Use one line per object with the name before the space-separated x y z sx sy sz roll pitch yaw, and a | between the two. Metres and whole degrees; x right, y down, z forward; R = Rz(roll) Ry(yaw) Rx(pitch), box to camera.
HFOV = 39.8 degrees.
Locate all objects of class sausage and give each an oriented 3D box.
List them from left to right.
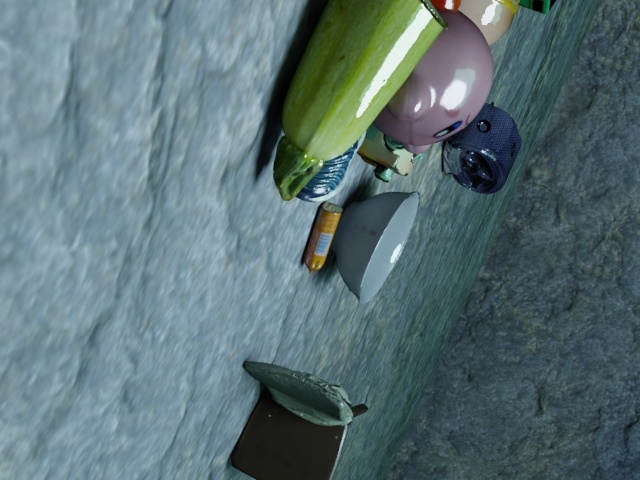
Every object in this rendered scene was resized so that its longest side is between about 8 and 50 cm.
sausage | 0.000 0.000 1.219 0.031 0.031 0.107 -34 148 -60

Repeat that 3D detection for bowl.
bowl | 0.070 -0.006 1.330 0.189 0.086 0.189 -55 164 -25

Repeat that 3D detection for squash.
squash | 0.032 -0.167 0.905 0.288 0.137 0.137 -62 164 1

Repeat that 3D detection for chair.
chair | -0.036 0.286 1.322 0.186 0.160 0.319 -65 166 -4

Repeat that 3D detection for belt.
belt | 0.326 -0.190 1.771 0.126 0.139 0.230 -66 163 -13

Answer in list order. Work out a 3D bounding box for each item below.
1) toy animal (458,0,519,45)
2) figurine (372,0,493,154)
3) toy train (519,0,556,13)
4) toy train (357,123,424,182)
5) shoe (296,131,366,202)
toy animal | 0.206 -0.346 1.139 0.165 0.149 0.248 -70 168 -55
figurine | 0.119 -0.195 1.035 0.173 0.173 0.173 -55 162 -28
toy train | 0.305 -0.423 1.334 0.091 0.136 0.228 -61 166 -10
toy train | 0.105 -0.172 1.164 0.188 0.099 0.072 -63 161 0
shoe | 0.009 -0.107 1.025 0.143 0.063 0.071 -60 165 -22
